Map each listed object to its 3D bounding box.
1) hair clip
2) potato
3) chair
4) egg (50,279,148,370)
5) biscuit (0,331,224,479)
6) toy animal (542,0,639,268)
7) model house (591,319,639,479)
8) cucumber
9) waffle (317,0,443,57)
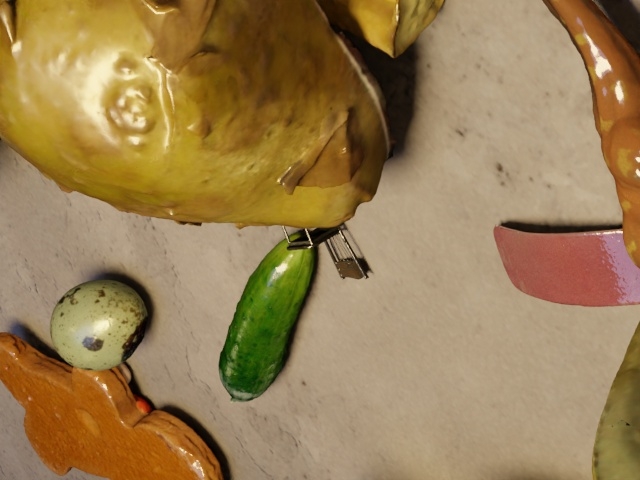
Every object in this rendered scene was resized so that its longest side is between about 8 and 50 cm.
[{"bbox_3d":[0.164,0.015,1.024,0.137,0.022,0.054,3,119,49],"label":"hair clip"},{"bbox_3d":[-0.105,-0.099,1.023,0.246,0.196,0.300,33,164,47],"label":"potato"},{"bbox_3d":[-0.001,0.002,1.191,0.037,0.042,0.086,-5,115,56],"label":"chair"},{"bbox_3d":[-0.206,0.078,1.466,0.110,0.085,0.085,-25,100,39],"label":"egg"},{"bbox_3d":[-0.211,0.199,1.609,0.324,0.049,0.205,12,129,45],"label":"biscuit"},{"bbox_3d":[0.186,-0.075,0.881,0.229,0.066,0.224,29,139,39],"label":"toy animal"},{"bbox_3d":[0.257,0.202,0.913,0.173,0.268,0.239,1,124,26],"label":"model house"},{"bbox_3d":[-0.051,0.077,1.306,0.056,0.056,0.250,42,143,17],"label":"cucumber"},{"bbox_3d":[0.011,-0.259,0.935,0.168,0.057,0.274,34,141,28],"label":"waffle"}]
